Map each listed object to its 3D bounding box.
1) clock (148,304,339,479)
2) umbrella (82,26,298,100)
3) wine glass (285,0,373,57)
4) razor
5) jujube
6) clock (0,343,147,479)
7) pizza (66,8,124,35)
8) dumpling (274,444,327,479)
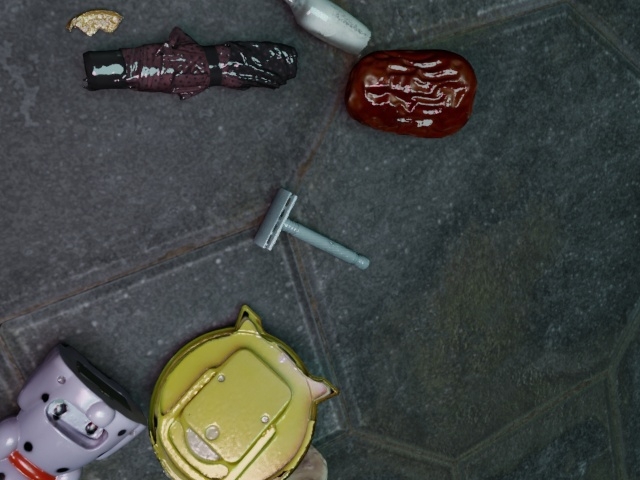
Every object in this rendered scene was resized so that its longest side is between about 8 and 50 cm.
[{"bbox_3d":[-0.142,0.289,0.937,0.293,0.071,0.277,-39,78,-19],"label":"clock"},{"bbox_3d":[-0.190,-0.262,0.833,0.326,0.094,0.090,-10,78,-22],"label":"umbrella"},{"bbox_3d":[-0.026,-0.380,0.890,0.262,0.074,0.074,21,93,-28],"label":"wine glass"},{"bbox_3d":[0.000,0.000,0.996,0.232,0.068,0.106,25,92,-31],"label":"razor"},{"bbox_3d":[0.157,-0.259,0.955,0.230,0.155,0.155,4,101,-14],"label":"jujube"},{"bbox_3d":[-0.415,0.307,0.822,0.254,0.189,0.189,-46,115,-9],"label":"clock"},{"bbox_3d":[-0.330,-0.319,0.803,0.083,0.016,0.037,-21,108,-21],"label":"pizza"},{"bbox_3d":[-0.101,0.451,0.981,0.258,0.193,0.147,-35,118,6],"label":"dumpling"}]
